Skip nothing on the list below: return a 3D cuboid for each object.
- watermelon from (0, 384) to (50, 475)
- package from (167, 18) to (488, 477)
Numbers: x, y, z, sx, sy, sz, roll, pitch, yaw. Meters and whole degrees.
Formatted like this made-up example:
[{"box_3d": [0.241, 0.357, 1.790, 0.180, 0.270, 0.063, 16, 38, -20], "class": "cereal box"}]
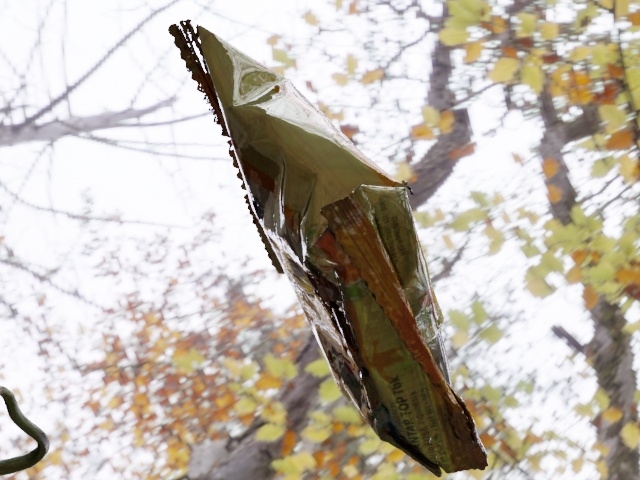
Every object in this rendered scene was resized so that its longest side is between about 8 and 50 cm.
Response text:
[{"box_3d": [-0.230, 0.107, 0.698, 0.187, 0.141, 0.141, 10, -75, -15], "class": "watermelon"}, {"box_3d": [0.001, 0.001, 0.408, 0.031, 0.121, 0.108, -30, -49, -10], "class": "package"}]
